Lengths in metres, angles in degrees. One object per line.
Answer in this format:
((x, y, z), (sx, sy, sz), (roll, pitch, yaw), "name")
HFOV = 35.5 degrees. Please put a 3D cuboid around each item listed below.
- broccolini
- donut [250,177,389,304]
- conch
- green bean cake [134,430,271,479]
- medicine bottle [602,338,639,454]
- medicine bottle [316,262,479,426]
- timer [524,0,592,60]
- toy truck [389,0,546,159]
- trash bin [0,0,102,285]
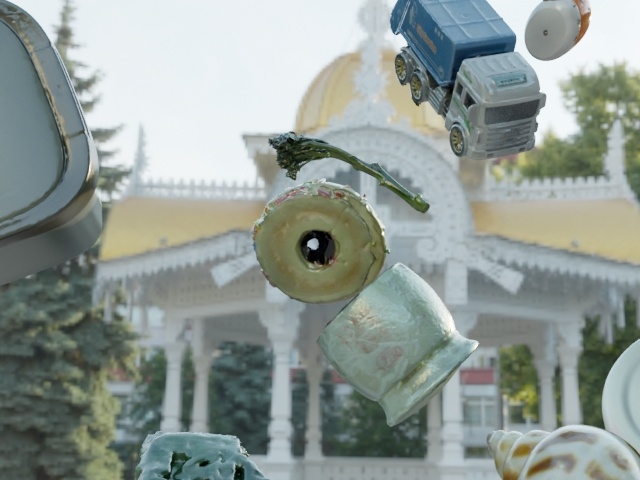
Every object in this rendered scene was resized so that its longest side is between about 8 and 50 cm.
((0.035, -0.081, 1.092), (0.194, 0.052, 0.054), (19, -35, 18), "broccolini")
((0.000, 0.000, 1.265), (0.174, 0.175, 0.068), (0, 23, 6), "donut")
((0.275, 0.289, 1.087), (0.148, 0.183, 0.275), (28, 8, -16), "conch")
((-0.156, 0.442, 1.592), (0.300, 0.169, 0.308), (8, 25, -5), "green bean cake")
((0.499, 0.261, 1.266), (0.252, 0.253, 0.241), (-5, -44, 23), "medicine bottle")
((0.090, 0.121, 1.159), (0.147, 0.143, 0.147), (-43, -8, -7), "medicine bottle")
((0.429, -0.385, 1.772), (0.136, 0.099, 0.136), (-34, -11, -8), "timer")
((0.239, -0.299, 1.698), (0.146, 0.367, 0.175), (-13, -42, -18), "toy truck")
((-0.314, -0.066, 0.918), (0.219, 0.220, 0.250), (-20, -11, -8), "trash bin")
